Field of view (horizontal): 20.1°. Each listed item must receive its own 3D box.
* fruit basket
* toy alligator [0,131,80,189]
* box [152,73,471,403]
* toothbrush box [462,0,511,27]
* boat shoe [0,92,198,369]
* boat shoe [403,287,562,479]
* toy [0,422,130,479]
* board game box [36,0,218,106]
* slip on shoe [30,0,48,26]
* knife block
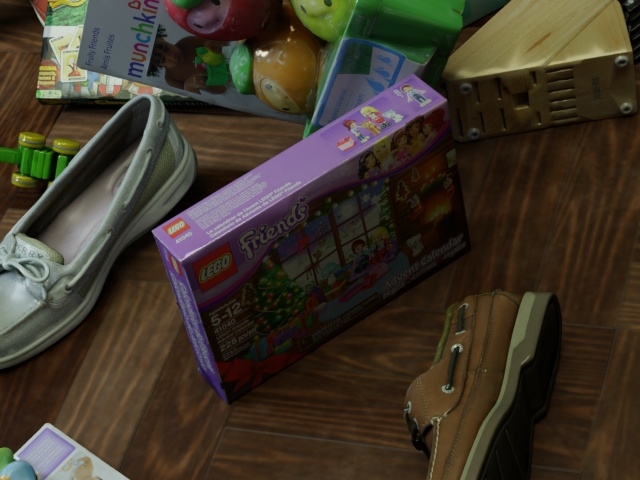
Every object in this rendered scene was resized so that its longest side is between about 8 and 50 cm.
[{"bbox_3d":[-0.046,-0.215,1.735,0.353,0.327,0.165,11,53,-10],"label":"fruit basket"},{"bbox_3d":[-0.265,-0.079,1.929,0.189,0.056,0.051,11,13,1],"label":"toy alligator"},{"bbox_3d":[0.000,0.000,1.674,0.293,0.201,0.057,-32,47,-17],"label":"box"},{"bbox_3d":[0.116,-0.345,1.976,0.295,0.216,0.126,-28,46,-15],"label":"toothbrush box"},{"bbox_3d":[-0.253,-0.010,1.804,0.118,0.103,0.320,31,69,36],"label":"boat shoe"},{"bbox_3d":[0.126,0.162,1.559,0.104,0.111,0.307,3,37,22],"label":"boat shoe"},{"bbox_3d":[-0.214,0.248,1.585,0.237,0.056,0.137,27,59,34],"label":"toy"},{"bbox_3d":[-0.182,-0.215,2.003,0.259,0.030,0.136,1,73,10],"label":"board game box"},{"bbox_3d":[-0.293,-0.320,2.135,0.123,0.101,0.331,-26,48,-16],"label":"slip on shoe"},{"bbox_3d":[0.250,-0.232,1.922,0.275,0.088,0.242,-10,44,5],"label":"knife block"}]
